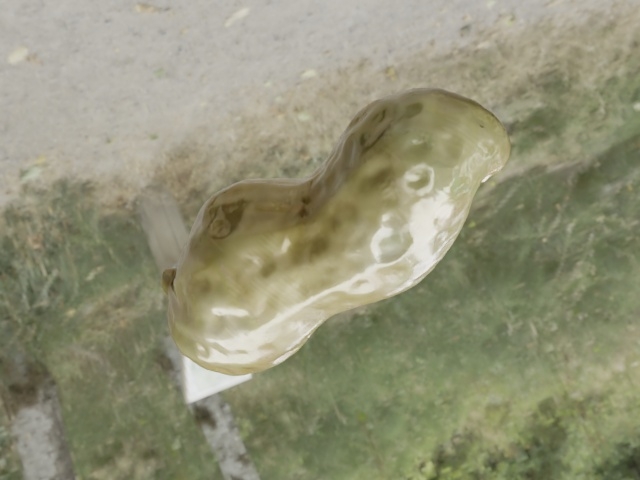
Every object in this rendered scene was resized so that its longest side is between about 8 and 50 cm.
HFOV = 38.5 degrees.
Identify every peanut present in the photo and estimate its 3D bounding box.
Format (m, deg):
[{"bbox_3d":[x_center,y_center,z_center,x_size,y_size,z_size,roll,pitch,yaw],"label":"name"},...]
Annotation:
[{"bbox_3d":[0.000,0.000,0.563,0.263,0.101,0.117,-30,137,27],"label":"peanut"}]
